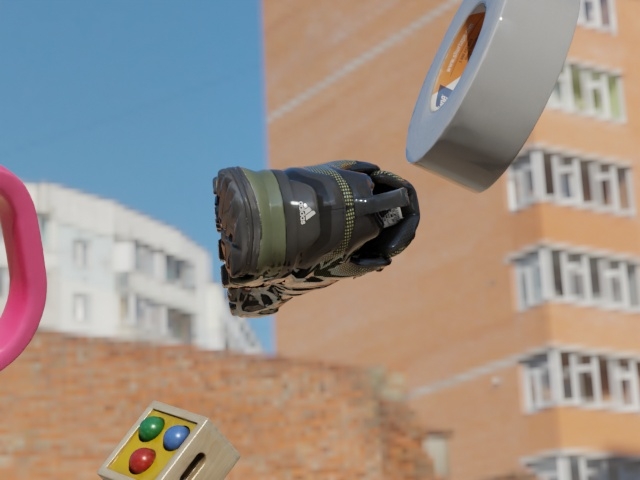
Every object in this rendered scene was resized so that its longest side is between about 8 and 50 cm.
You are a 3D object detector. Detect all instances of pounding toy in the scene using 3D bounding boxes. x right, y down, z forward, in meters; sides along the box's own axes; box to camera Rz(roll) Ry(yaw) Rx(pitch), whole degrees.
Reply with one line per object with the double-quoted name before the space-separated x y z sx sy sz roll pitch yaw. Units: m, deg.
"pounding toy" -0.192 0.314 2.241 0.206 0.181 0.094 10 -35 49

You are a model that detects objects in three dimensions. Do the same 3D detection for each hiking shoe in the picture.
"hiking shoe" 0.000 0.000 1.000 0.114 0.086 0.227 -3 -2 0

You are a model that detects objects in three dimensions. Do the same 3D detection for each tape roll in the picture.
"tape roll" 0.158 -0.157 1.619 0.072 0.219 0.219 24 -23 -10

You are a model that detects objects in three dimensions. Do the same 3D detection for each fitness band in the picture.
"fitness band" -0.392 0.042 1.888 0.209 0.054 0.291 -33 -42 -34
